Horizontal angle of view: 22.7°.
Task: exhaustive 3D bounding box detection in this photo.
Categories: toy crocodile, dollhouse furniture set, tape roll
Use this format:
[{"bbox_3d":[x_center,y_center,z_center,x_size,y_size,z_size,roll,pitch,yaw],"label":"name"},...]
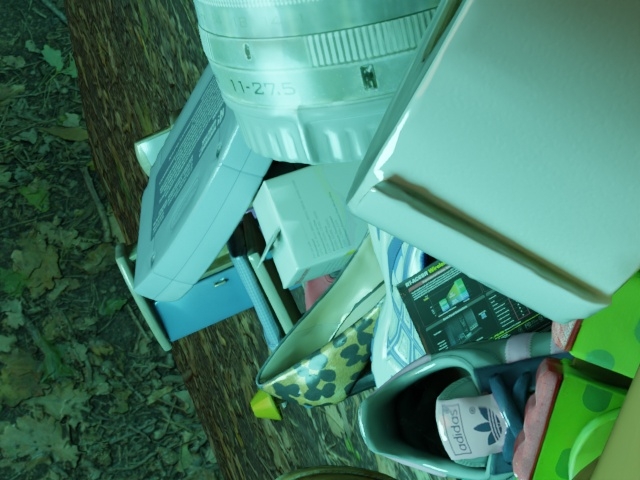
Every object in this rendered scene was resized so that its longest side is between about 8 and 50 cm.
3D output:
[{"bbox_3d":[0.155,0.045,0.794,0.115,0.105,0.340,-44,-27,-78],"label":"toy crocodile"},{"bbox_3d":[-0.131,0.040,1.773,0.303,0.198,0.286,-107,-8,-67],"label":"dollhouse furniture set"},{"bbox_3d":[0.115,-0.113,0.615,0.100,0.286,0.286,28,165,-3],"label":"tape roll"}]

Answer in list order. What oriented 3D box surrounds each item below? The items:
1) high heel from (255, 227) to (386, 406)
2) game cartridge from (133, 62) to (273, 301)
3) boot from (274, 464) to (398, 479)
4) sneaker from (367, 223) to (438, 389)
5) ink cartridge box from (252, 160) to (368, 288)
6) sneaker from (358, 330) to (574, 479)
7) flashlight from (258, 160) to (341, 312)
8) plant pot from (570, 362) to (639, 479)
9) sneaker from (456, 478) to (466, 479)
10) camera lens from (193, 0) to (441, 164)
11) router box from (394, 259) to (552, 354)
[{"bbox_3d":[0.019,0.028,1.377,0.093,0.186,0.261,-112,10,-59],"label":"high heel"},{"bbox_3d":[-0.111,-0.077,1.595,0.294,0.060,0.196,126,158,-43],"label":"game cartridge"},{"bbox_3d":[0.088,0.296,1.362,0.283,0.109,0.220,31,-178,-12],"label":"boot"},{"bbox_3d":[0.104,0.073,1.268,0.131,0.112,0.296,-135,29,-62],"label":"sneaker"},{"bbox_3d":[0.005,-0.020,1.475,0.092,0.143,0.090,124,127,-73],"label":"ink cartridge box"},{"bbox_3d":[0.147,0.106,0.945,0.319,0.131,0.112,-18,82,57],"label":"sneaker"},{"bbox_3d":[0.000,0.000,1.649,0.103,0.103,0.304,-49,42,22],"label":"flashlight"},{"bbox_3d":[0.216,0.082,0.509,0.291,0.291,0.203,-132,43,-61],"label":"plant pot"},{"bbox_3d":[0.148,0.177,1.211,0.295,0.124,0.178,162,96,-85],"label":"sneaker"},{"bbox_3d":[0.017,-0.211,1.001,0.219,0.219,0.274,-137,32,-65],"label":"camera lens"},{"bbox_3d":[0.125,0.044,1.131,0.038,0.122,0.092,16,-133,-59],"label":"router box"}]
